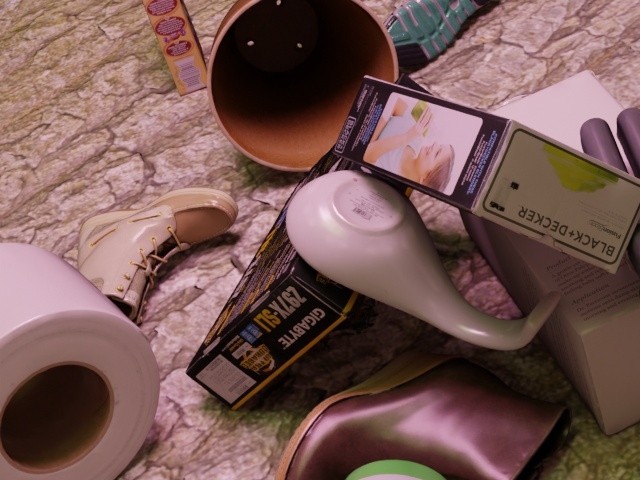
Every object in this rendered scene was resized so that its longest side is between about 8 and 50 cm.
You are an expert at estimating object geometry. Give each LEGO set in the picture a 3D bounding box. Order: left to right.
[{"bbox_3d":[0.036,0.094,1.664,0.083,0.023,0.054,-29,35,11],"label":"LEGO set"}]

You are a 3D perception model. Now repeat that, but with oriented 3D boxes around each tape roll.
[{"bbox_3d":[-0.312,0.145,1.577,0.246,0.246,0.169,-35,41,-17],"label":"tape roll"}]

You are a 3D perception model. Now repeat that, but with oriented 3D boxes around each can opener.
[{"bbox_3d":[0.304,-0.030,1.382,0.076,0.095,0.283,-16,47,4],"label":"can opener"}]

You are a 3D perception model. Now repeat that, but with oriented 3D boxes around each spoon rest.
[{"bbox_3d":[0.091,0.024,1.441,0.276,0.084,0.137,31,49,18],"label":"spoon rest"}]

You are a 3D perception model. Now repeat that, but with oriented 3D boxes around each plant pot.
[{"bbox_3d":[-0.041,-0.240,1.951,0.237,0.237,0.254,-22,23,-1],"label":"plant pot"}]

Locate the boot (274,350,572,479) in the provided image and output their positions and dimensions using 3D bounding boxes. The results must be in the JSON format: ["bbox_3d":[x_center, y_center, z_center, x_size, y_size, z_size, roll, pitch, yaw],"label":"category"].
[{"bbox_3d":[0.095,0.205,1.448,0.207,0.090,0.248,20,50,42],"label":"boot"}]

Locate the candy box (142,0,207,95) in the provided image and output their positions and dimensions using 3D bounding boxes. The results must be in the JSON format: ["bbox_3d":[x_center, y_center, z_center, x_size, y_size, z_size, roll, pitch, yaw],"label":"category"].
[{"bbox_3d":[-0.210,-0.310,2.106,0.053,0.187,0.109,-20,39,2],"label":"candy box"}]

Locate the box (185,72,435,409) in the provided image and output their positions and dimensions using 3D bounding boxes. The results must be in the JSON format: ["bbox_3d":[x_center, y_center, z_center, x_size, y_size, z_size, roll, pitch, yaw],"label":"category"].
[{"bbox_3d":[0.000,0.000,1.626,0.257,0.079,0.322,-46,11,50],"label":"box"}]

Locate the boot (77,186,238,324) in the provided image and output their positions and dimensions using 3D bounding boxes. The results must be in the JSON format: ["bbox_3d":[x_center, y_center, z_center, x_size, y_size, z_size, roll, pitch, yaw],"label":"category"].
[{"bbox_3d":[-0.204,0.024,1.804,0.213,0.077,0.165,-14,38,17],"label":"boot"}]

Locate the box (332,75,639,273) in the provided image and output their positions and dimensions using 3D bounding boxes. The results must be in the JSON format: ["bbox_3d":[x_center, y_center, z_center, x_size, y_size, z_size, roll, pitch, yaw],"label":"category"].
[{"bbox_3d":[0.151,-0.066,1.402,0.087,0.169,0.290,-66,26,3],"label":"box"}]

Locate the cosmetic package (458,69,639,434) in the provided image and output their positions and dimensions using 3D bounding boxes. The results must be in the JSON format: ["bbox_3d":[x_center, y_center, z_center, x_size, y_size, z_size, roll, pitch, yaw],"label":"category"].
[{"bbox_3d":[0.284,-0.001,1.554,0.197,0.155,0.365,-24,38,-3],"label":"cosmetic package"}]

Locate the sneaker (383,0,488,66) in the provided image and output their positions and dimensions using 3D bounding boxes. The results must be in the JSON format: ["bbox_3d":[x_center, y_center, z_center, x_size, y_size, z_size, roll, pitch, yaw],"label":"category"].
[{"bbox_3d":[0.144,-0.303,2.051,0.223,0.083,0.098,-38,18,-23],"label":"sneaker"}]

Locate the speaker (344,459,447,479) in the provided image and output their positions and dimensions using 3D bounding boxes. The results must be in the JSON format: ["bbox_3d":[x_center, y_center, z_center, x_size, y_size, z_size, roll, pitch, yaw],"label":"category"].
[{"bbox_3d":[0.056,0.335,1.288,0.131,0.131,0.296,-8,40,15],"label":"speaker"}]
